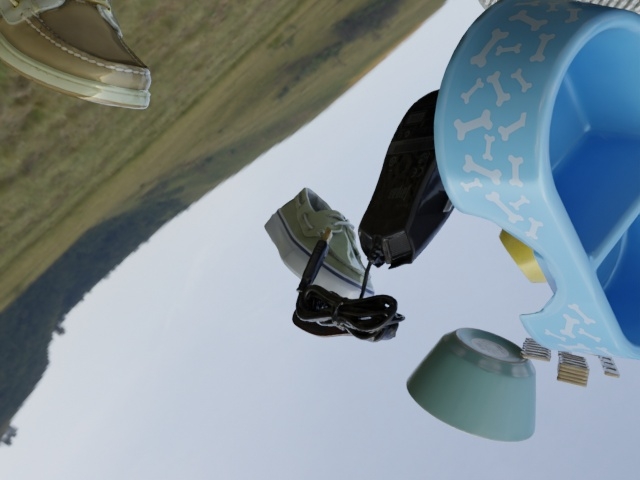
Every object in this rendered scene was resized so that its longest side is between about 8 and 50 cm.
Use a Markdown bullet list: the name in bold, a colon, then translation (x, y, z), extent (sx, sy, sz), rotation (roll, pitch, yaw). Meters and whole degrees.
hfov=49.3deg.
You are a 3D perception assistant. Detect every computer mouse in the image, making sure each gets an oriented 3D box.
- **computer mouse**: translation (0.068, -0.020, 0.695), extent (0.184, 0.060, 0.261), rotation (-6, -120, 59)

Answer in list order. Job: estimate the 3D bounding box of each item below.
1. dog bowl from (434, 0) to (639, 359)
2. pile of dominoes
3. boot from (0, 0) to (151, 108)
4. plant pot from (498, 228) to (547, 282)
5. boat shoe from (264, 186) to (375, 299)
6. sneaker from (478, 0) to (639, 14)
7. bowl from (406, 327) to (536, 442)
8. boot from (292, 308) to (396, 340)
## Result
- **dog bowl**: translation (0.193, -0.032, 0.487), extent (0.166, 0.297, 0.074), rotation (-46, -148, -16)
- **pile of dominoes**: translation (0.537, 0.266, 1.523), extent (0.251, 0.196, 0.040), rotation (-3, 104, -72)
- **boot**: translation (-0.156, -0.193, 0.448), extent (0.213, 0.077, 0.165), rotation (41, -68, 32)
- **plant pot**: translation (0.267, -0.004, 0.811), extent (0.095, 0.134, 0.134), rotation (-37, -159, 15)
- **boat shoe**: translation (0.000, 0.000, 0.960), extent (0.094, 0.109, 0.302), rotation (-56, -150, 7)
- **sneaker**: translation (0.392, -0.388, 1.029), extent (0.321, 0.126, 0.127), rotation (16, -136, 39)
- **bowl**: translation (0.370, 0.312, 1.620), extent (0.311, 0.312, 0.163), rotation (-117, -139, -70)
- **boot**: translation (0.049, 0.176, 1.439), extent (0.219, 0.106, 0.082), rotation (0, -114, 39)
